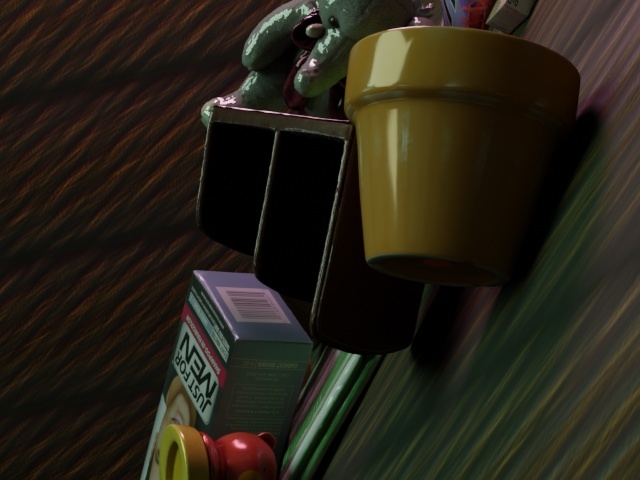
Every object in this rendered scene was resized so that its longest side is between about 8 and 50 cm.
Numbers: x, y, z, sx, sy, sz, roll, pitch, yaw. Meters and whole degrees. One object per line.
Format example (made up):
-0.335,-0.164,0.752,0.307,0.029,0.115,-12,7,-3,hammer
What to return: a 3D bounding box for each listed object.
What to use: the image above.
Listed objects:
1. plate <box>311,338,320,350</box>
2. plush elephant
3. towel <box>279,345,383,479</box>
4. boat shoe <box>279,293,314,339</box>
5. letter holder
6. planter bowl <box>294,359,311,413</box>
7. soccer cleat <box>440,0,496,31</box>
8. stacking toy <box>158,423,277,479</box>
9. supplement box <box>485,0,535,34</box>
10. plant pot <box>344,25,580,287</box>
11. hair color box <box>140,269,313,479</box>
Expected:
0.040,0.031,2.501,0.277,0.045,0.278,-75,11,-69,plate
0.035,-0.232,1.953,0.330,0.272,0.255,-55,-10,-8,plush elephant
0.024,0.173,2.023,0.247,0.038,0.325,-62,3,14,towel
0.024,0.022,2.134,0.285,0.105,0.089,-52,2,19,boat shoe
0.000,0.000,1.606,0.302,0.152,0.214,15,-96,-68,letter holder
-0.066,0.195,2.356,0.217,0.090,0.217,179,90,-77,planter bowl
0.191,-0.271,2.097,0.248,0.083,0.095,102,165,-50,soccer cleat
-0.105,0.397,1.878,0.279,0.130,0.308,-127,41,-55,stacking toy
0.247,-0.306,2.007,0.062,0.036,0.098,-65,5,-11,supplement box
0.114,-0.063,1.381,0.205,0.205,0.187,133,147,-75,plant pot
-0.135,0.248,2.106,0.185,0.114,0.374,-128,48,-55,hair color box
